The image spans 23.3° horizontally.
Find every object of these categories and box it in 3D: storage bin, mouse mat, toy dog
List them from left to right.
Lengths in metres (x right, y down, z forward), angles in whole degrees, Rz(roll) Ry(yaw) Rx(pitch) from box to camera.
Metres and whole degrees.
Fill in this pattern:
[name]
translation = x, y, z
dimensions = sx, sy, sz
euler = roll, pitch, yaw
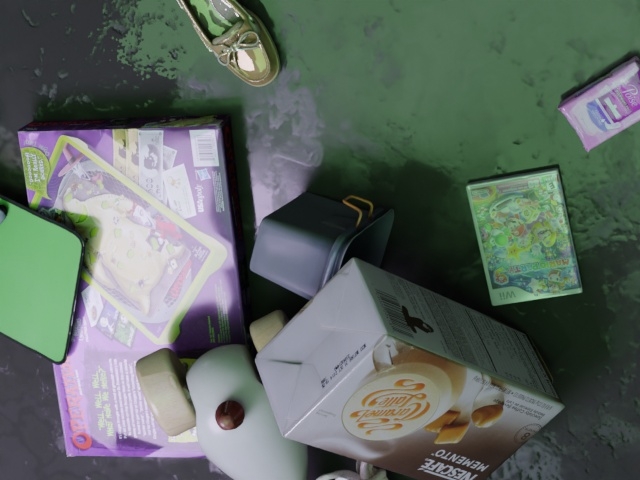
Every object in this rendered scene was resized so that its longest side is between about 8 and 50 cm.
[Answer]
[mouse mat]
translation = -0.316, 0.025, 1.539
dimensions = 0.189, 0.007, 0.153
euler = 25, 119, 20
[toy dog]
translation = -0.040, 0.225, 1.457
dimensions = 0.220, 0.161, 0.333
euler = -43, 105, 11
[storage bin]
translation = 0.000, 0.000, 1.429
dimensions = 0.091, 0.135, 0.098
euler = 22, 113, 15

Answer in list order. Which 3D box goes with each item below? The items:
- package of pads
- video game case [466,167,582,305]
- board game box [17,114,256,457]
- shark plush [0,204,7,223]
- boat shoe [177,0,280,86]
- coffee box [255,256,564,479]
[package of pads]
translation = 0.259, -0.121, 1.376
dimensions = 0.083, 0.032, 0.050
euler = -31, 103, 21
[video game case]
translation = 0.190, -0.002, 1.444
dimensions = 0.087, 0.011, 0.122
euler = -10, 107, 16
[board game box]
translation = -0.173, 0.050, 1.528
dimensions = 0.208, 0.056, 0.347
euler = -2, 109, 9
[shark plush]
translation = -0.373, 0.007, 1.520
dimensions = 0.073, 0.067, 0.161
euler = 39, 123, 13
[boat shoe]
translation = -0.094, -0.204, 1.417
dimensions = 0.056, 0.048, 0.153
euler = -28, 101, 20
[coffee box]
translation = 0.083, 0.128, 1.398
dimensions = 0.246, 0.098, 0.141
euler = 25, 120, -40
